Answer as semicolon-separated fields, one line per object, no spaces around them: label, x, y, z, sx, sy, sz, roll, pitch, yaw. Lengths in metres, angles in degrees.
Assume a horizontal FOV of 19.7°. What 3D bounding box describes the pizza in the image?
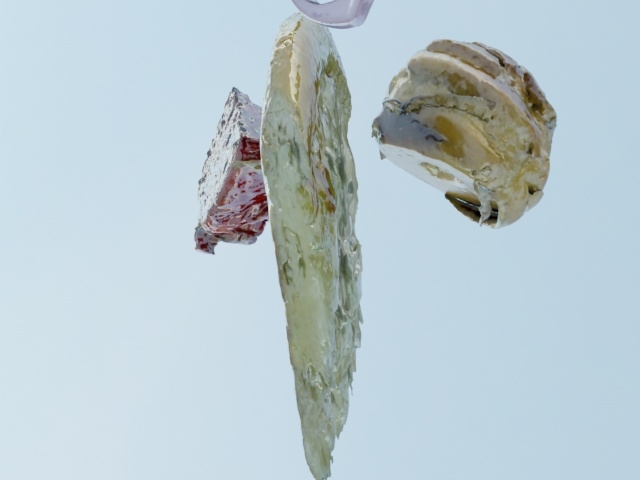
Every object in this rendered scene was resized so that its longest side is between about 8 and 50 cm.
pizza;0.000;0.000;1.008;0.034;0.181;0.262;-4;-95;8

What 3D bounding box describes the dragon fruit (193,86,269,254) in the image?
dragon fruit;-0.048;-0.033;1.293;0.097;0.063;0.131;-99;-155;-55

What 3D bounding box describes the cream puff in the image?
cream puff;0.096;-0.072;1.182;0.104;0.119;0.133;-58;-173;-4

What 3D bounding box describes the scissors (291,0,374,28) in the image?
scissors;-0.034;-0.135;0.831;0.212;0.021;0.110;-9;-108;48
